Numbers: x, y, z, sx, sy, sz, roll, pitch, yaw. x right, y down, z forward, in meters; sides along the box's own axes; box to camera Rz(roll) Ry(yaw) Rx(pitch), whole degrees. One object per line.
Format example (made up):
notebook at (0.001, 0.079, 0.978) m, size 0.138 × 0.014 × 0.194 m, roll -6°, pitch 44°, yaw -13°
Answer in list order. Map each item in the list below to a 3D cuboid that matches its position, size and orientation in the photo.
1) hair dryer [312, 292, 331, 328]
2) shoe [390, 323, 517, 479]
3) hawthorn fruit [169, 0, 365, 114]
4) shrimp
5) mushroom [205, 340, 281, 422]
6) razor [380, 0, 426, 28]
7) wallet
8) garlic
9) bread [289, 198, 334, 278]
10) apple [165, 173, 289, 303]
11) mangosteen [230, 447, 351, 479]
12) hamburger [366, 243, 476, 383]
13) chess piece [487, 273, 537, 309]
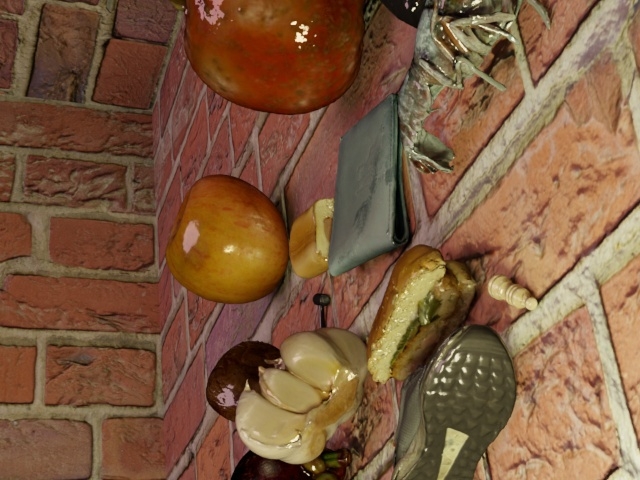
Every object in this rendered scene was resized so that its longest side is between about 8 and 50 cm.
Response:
hair dryer at (0.002, 0.151, 2.144) m, size 0.047 × 0.026 × 0.083 m, roll 179°, pitch 92°, yaw -71°
shoe at (0.180, 0.224, 1.502) m, size 0.171 × 0.132 × 0.336 m, roll -96°, pitch 17°, yaw -54°
hawthorn fruit at (-0.104, -0.453, 2.042) m, size 0.403 × 0.403 × 0.403 m, roll -175°, pitch 90°, yaw -71°
shrimp at (0.200, -0.266, 1.498) m, size 0.410 × 0.166 × 0.221 m, roll -60°, pitch 4°, yaw 42°
mushroom at (-0.152, 0.304, 2.295) m, size 0.231 × 0.194 × 0.138 m, roll 38°, pitch 123°, yaw 54°
razor at (0.142, -0.492, 1.772) m, size 0.327 × 0.107 × 0.189 m, roll -116°, pitch 37°, yaw -56°
wallet at (0.090, -0.096, 1.913) m, size 0.251 × 0.054 × 0.290 m, roll 151°, pitch 127°, yaw -62°
garlic at (-0.029, 0.278, 1.908) m, size 0.203 × 0.185 × 0.281 m, roll 24°, pitch 74°, yaw 34°
bread at (0.002, -0.001, 2.087) m, size 0.173 × 0.085 × 0.134 m, roll 145°, pitch 124°, yaw -64°
apple at (-0.210, -0.001, 2.442) m, size 0.299 × 0.275 × 0.299 m, roll -164°, pitch 90°, yaw -79°
mangosteen at (-0.046, 0.468, 1.965) m, size 0.265 × 0.228 × 0.228 m, roll -41°, pitch 37°, yaw 17°
hamburger at (0.143, 0.103, 1.608) m, size 0.131 × 0.124 × 0.262 m, roll -104°, pitch 27°, yaw -43°
chess piece at (0.264, 0.073, 1.413) m, size 0.092 × 0.035 × 0.035 m, roll -148°, pitch 65°, yaw -64°
